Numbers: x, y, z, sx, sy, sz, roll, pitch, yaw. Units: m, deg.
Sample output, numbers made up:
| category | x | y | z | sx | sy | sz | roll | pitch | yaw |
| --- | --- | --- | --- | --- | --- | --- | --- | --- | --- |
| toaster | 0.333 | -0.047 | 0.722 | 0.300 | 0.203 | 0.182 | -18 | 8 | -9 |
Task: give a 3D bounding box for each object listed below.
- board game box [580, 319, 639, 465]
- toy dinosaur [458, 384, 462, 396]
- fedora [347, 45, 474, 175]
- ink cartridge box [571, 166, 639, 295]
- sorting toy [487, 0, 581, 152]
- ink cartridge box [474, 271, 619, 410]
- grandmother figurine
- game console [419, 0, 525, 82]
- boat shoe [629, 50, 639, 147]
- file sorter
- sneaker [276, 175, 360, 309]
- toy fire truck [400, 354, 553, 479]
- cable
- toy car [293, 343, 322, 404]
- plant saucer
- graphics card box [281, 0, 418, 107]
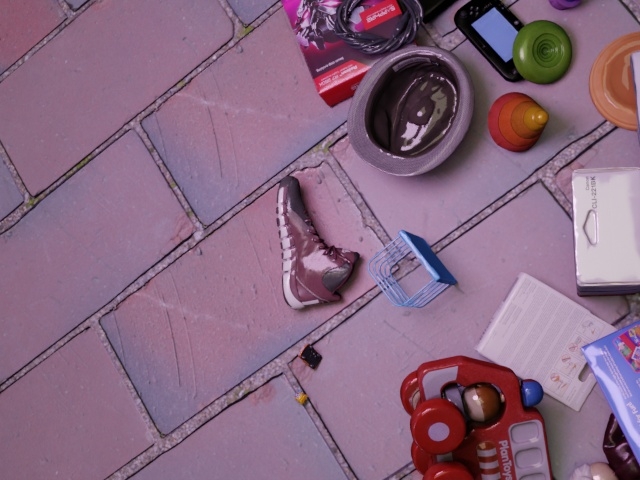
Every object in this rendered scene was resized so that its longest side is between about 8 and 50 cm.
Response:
| category | x | y | z | sx | sy | sz | roll | pitch | yaw |
| --- | --- | --- | --- | --- | --- | --- | --- | --- | --- |
| board game box | 0.630 | 0.291 | 1.404 | 0.233 | 0.078 | 0.347 | -29 | 57 | 16 |
| toy dinosaur | 0.257 | 0.295 | 1.636 | 0.082 | 0.047 | 0.090 | 46 | 108 | 36 |
| fedora | 0.192 | -0.254 | 1.684 | 0.243 | 0.124 | 0.276 | 22 | 89 | 19 |
| ink cartridge box | 0.508 | -0.007 | 1.471 | 0.114 | 0.273 | 0.197 | -3 | 82 | 18 |
| sorting toy | 0.444 | -0.348 | 1.594 | 0.127 | 0.126 | 0.366 | 21 | 89 | -13 |
| ink cartridge box | 0.439 | 0.193 | 1.596 | 0.224 | 0.056 | 0.181 | 31 | 92 | 0 |
| grandmother figurine | 0.599 | 0.377 | 1.490 | 0.342 | 0.104 | 0.208 | -38 | 46 | 12 |
| game console | 0.329 | -0.486 | 1.708 | 0.213 | 0.044 | 0.361 | -39 | 76 | 4 |
| boat shoe | 0.623 | -0.249 | 1.528 | 0.075 | 0.083 | 0.227 | -6 | 80 | 18 |
| file sorter | 0.178 | 0.063 | 1.624 | 0.104 | 0.170 | 0.118 | -40 | 73 | 13 |
| sneaker | 0.000 | 0.000 | 1.733 | 0.162 | 0.106 | 0.282 | -4 | 92 | 12 |
| toy fire truck | 0.291 | 0.351 | 1.529 | 0.253 | 0.169 | 0.302 | -11 | 104 | 0 |
| cable | 0.115 | -0.450 | 1.687 | 0.184 | 0.047 | 0.151 | -23 | 82 | 8 |
| toy car | -0.043 | 0.274 | 1.726 | 0.040 | 0.060 | 0.122 | 15 | 79 | 50 |
| plant saucer | 0.624 | -0.312 | 1.601 | 0.199 | 0.037 | 0.200 | -2 | 82 | 18 |
| graphics card box | 0.045 | -0.505 | 1.781 | 0.232 | 0.094 | 0.371 | -23 | 76 | 12 |
